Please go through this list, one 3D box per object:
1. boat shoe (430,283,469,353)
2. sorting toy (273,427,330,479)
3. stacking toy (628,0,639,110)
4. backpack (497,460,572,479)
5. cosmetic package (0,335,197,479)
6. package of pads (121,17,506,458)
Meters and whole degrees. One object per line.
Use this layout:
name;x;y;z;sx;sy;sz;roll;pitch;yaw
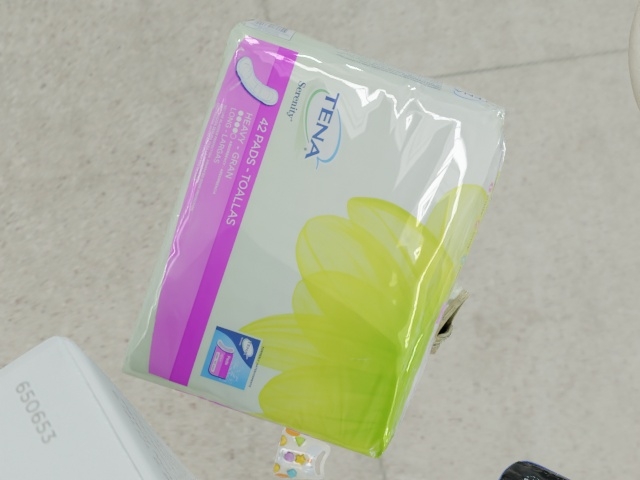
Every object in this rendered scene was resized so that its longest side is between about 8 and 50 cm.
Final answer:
boat shoe;0.193;0.128;1.771;0.048;0.153;0.056;32;39;22
sorting toy;-0.026;0.317;1.655;0.075;0.045;0.083;13;93;5
stacking toy;0.559;-0.194;1.449;0.350;0.480;0.350;-1;85;10
backpack;0.221;0.288;1.136;0.114;0.084;0.105;29;44;20
cosmetic package;-0.139;0.330;0.620;0.329;0.393;0.327;-34;59;-8
package of pads;0.000;0.000;0.888;0.229;0.101;0.296;19;98;1
